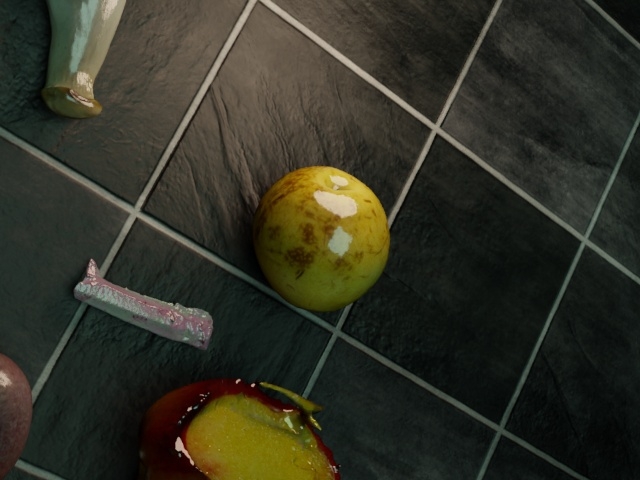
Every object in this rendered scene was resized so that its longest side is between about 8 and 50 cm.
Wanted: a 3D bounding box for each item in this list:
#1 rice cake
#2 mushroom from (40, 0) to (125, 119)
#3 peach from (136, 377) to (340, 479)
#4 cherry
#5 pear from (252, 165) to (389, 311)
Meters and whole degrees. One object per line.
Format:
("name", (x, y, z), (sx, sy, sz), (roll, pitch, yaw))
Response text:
("rice cake", (-0.325, 0.125, 1.905), (0.290, 0.051, 0.081), (28, 79, -26))
("mushroom", (-0.435, -0.379, 1.812), (0.159, 0.122, 0.328), (8, 86, 8))
("peach", (-0.175, 0.432, 1.850), (0.406, 0.310, 0.335), (19, 45, -38))
("cherry", (-0.596, 0.299, 1.691), (0.239, 0.206, 0.239), (-25, 138, -25))
("pear", (0.000, 0.000, 1.958), (0.281, 0.281, 0.280), (-1, 92, -28))
